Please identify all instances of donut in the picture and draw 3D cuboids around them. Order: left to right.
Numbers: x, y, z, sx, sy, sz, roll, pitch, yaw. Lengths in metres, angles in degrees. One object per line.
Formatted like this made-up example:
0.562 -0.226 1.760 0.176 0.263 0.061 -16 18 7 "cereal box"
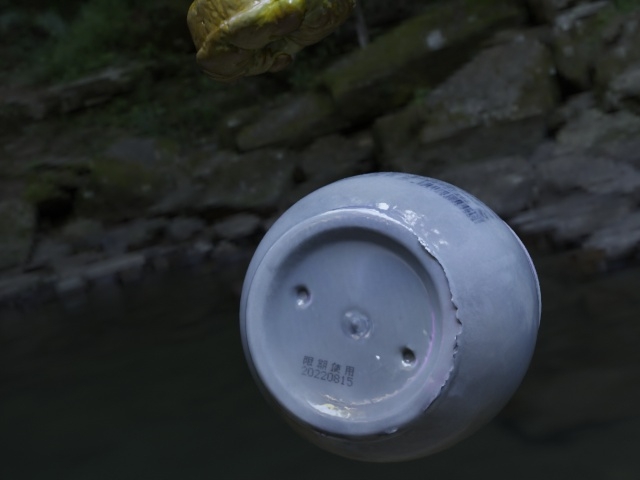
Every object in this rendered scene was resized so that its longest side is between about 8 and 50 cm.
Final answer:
-0.082 -0.325 2.025 0.209 0.128 0.261 -18 -9 -40 "donut"

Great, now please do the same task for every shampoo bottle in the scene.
0.074 0.071 1.359 0.273 0.273 0.266 -11 -3 23 "shampoo bottle"
